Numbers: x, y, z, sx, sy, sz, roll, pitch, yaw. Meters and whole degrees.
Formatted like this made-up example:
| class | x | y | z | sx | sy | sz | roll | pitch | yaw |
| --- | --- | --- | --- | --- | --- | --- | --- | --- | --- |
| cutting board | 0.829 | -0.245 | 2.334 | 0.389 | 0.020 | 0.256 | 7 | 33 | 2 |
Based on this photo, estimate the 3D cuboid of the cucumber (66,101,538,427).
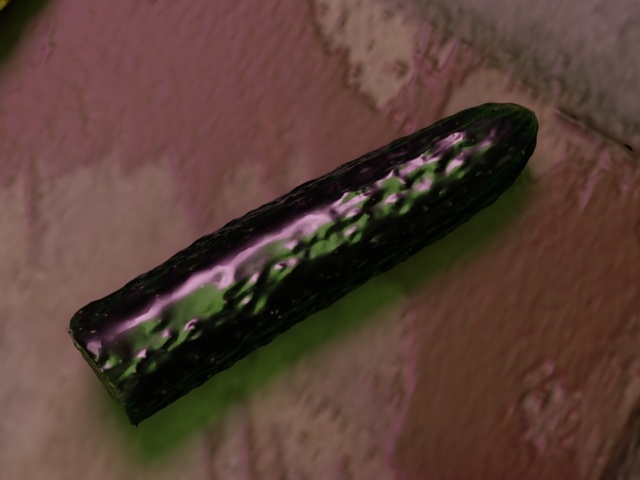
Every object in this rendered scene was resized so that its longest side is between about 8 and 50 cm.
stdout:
| class | x | y | z | sx | sy | sz | roll | pitch | yaw |
| --- | --- | --- | --- | --- | --- | --- | --- | --- | --- |
| cucumber | 0.000 | 0.000 | 0.546 | 0.215 | 0.058 | 0.052 | -31 | 81 | -13 |

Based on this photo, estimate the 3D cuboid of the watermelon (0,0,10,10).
| class | x | y | z | sx | sy | sz | roll | pitch | yaw |
| --- | --- | --- | --- | --- | --- | --- | --- | --- | --- |
| watermelon | -0.208 | -0.096 | 0.500 | 0.301 | 0.123 | 0.129 | -48 | 113 | -26 |
